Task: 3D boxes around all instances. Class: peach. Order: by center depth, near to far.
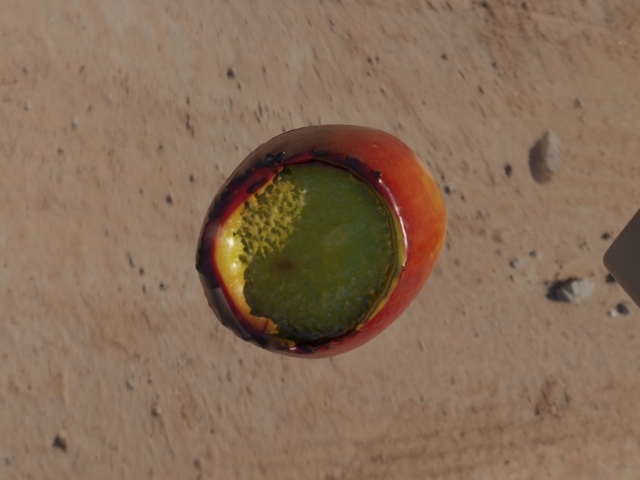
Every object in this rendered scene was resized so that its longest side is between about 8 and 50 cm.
[{"bbox_3d":[0.000,0.000,0.923,0.196,0.226,0.190,7,80,-12],"label":"peach"}]

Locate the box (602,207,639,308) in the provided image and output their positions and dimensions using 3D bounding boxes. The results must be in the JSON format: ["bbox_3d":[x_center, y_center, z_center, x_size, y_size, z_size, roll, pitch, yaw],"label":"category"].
[{"bbox_3d":[0.378,0.066,1.103,0.055,0.244,0.103,9,125,-37],"label":"box"}]
